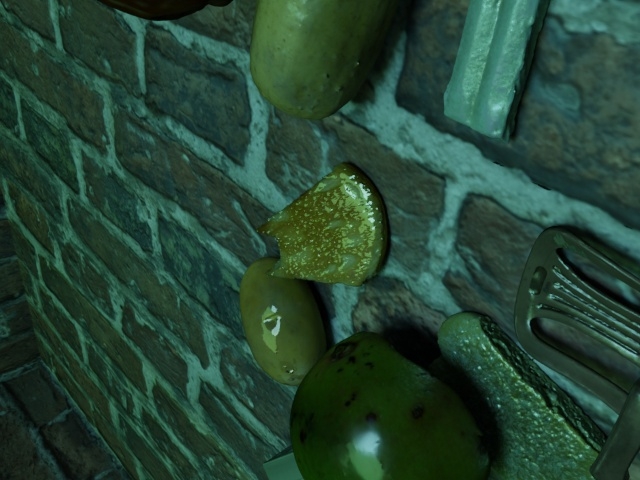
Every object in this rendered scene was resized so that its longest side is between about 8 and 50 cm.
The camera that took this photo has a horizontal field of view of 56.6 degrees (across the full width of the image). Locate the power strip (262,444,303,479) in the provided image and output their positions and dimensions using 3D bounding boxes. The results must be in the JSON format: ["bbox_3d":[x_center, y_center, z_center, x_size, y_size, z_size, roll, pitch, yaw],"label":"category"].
[{"bbox_3d":[0.002,0.407,1.145,0.062,0.091,0.385,59,141,11],"label":"power strip"}]

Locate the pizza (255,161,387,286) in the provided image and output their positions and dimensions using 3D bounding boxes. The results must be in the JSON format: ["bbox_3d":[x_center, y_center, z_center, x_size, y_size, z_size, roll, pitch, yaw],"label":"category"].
[{"bbox_3d":[0.000,0.000,0.931,0.262,0.034,0.181,-25,91,38],"label":"pizza"}]

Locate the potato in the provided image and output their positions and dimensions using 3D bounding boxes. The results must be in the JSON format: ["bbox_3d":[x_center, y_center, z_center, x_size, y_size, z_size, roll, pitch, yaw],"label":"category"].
[{"bbox_3d":[-0.069,0.143,1.055,0.150,0.146,0.234,-21,94,22],"label":"potato"}]

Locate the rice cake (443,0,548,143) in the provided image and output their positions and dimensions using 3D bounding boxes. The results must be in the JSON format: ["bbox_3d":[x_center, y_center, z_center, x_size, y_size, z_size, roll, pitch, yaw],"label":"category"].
[{"bbox_3d":[0.188,-0.218,0.624,0.085,0.040,0.226,34,133,34],"label":"rice cake"}]

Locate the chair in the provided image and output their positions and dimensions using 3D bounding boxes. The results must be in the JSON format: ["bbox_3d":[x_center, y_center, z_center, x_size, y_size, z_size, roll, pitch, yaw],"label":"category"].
[{"bbox_3d":[0.303,0.134,0.575,0.326,0.183,0.176,30,130,34],"label":"chair"}]

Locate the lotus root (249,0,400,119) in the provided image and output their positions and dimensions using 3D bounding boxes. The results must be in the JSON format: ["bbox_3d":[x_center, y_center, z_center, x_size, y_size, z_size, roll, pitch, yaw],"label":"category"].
[{"bbox_3d":[0.016,-0.290,0.676,0.151,0.169,0.343,49,140,23],"label":"lotus root"}]

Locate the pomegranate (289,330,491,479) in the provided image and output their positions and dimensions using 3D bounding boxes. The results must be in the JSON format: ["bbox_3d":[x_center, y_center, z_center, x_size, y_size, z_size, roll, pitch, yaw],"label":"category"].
[{"bbox_3d":[0.086,0.315,0.847,0.309,0.216,0.359,-1,113,68],"label":"pomegranate"}]

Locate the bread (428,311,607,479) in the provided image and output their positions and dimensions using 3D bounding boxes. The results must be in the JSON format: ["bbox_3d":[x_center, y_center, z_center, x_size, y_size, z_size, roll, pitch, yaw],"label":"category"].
[{"bbox_3d":[0.247,0.242,0.803,0.286,0.056,0.207,46,137,24],"label":"bread"}]

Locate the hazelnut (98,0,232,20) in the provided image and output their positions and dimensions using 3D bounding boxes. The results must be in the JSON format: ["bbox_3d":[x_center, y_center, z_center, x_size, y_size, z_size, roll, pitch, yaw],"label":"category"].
[{"bbox_3d":[-0.215,-0.470,0.657,0.402,0.401,0.430,-12,88,51],"label":"hazelnut"}]
